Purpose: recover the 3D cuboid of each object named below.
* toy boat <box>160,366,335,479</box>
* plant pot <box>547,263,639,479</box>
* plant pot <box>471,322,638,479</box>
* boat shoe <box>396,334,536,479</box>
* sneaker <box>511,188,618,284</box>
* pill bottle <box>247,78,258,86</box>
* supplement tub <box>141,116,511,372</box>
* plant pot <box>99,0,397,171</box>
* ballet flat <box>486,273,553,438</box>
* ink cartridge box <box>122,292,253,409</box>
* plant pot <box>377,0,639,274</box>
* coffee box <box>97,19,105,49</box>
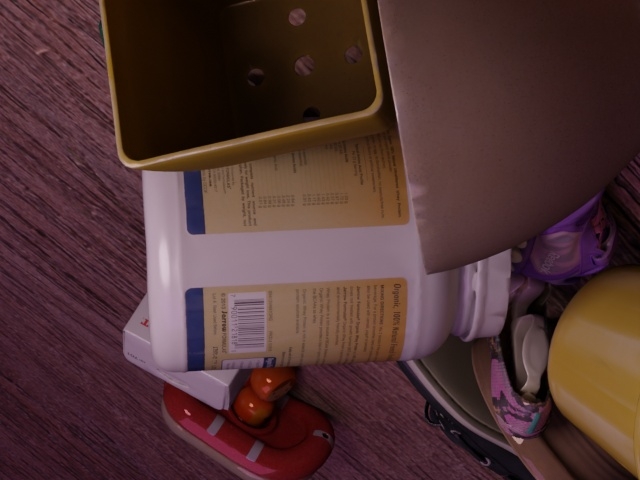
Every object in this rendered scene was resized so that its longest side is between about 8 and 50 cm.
[{"bbox_3d":[-0.080,0.209,2.363,0.231,0.151,0.151,33,125,-4],"label":"toy boat"},{"bbox_3d":[0.342,0.128,1.645,0.239,0.254,0.254,25,158,50],"label":"plant pot"},{"bbox_3d":[0.268,0.167,1.858,0.110,0.237,0.237,-37,116,19],"label":"plant pot"},{"bbox_3d":[0.174,0.181,2.022,0.340,0.127,0.113,34,144,-27],"label":"boat shoe"},{"bbox_3d":[0.229,-0.019,1.664,0.105,0.095,0.236,25,159,-1],"label":"sneaker"},{"bbox_3d":[-0.030,-0.060,1.818,0.208,0.119,0.119,34,154,-17],"label":"pill bottle"},{"bbox_3d":[0.000,0.000,1.656,0.316,0.228,0.228,-2,153,-6],"label":"supplement tub"},{"bbox_3d":[-0.041,-0.161,1.472,0.212,0.212,0.187,-12,168,15],"label":"plant pot"},{"bbox_3d":[0.194,0.082,1.766,0.077,0.221,0.079,7,145,-17],"label":"ballet flat"},{"bbox_3d":[-0.117,0.073,2.067,0.140,0.190,0.082,28,154,7],"label":"ink cartridge box"},{"bbox_3d":[0.150,-0.128,1.398,0.191,0.284,0.284,-9,145,3],"label":"plant pot"},{"bbox_3d":[-0.158,-0.160,1.874,0.113,0.040,0.184,22,152,19],"label":"coffee box"}]
